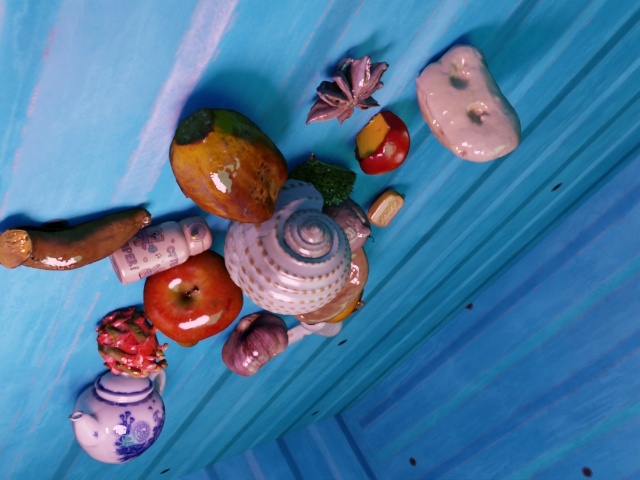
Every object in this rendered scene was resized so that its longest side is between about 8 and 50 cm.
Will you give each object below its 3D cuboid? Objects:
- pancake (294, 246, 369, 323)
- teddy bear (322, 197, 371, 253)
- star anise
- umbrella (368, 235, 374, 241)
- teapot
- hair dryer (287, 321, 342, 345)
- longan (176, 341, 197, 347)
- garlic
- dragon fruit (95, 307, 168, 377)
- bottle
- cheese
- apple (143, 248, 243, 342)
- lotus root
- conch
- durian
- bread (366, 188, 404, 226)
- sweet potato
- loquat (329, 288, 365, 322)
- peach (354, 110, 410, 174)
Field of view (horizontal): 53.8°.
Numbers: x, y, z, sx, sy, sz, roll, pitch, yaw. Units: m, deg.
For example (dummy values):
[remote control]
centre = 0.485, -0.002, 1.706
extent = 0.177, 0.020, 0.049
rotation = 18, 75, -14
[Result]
[pancake]
centre = 0.003, 0.093, 1.735
extent = 0.294, 0.294, 0.049
rotation = -27, -161, -12
[teddy bear]
centre = 0.001, 0.000, 1.605
extent = 0.267, 0.151, 0.236
rotation = -33, 125, 9
[star anise]
centre = 0.048, -0.288, 1.245
extent = 0.195, 0.065, 0.182
rotation = -35, 161, -4
[umbrella]
centre = 0.132, -0.020, 1.916
extent = 0.013, 0.022, 0.122
rotation = -15, 154, 30
[teapot]
centre = -0.563, 0.468, 1.784
extent = 0.424, 0.252, 0.280
rotation = -20, 123, -70
[hair dryer]
centre = -0.104, 0.340, 2.245
extent = 0.357, 0.107, 0.173
rotation = -31, 154, 13
[longan]
centre = -0.383, 0.272, 1.809
extent = 0.075, 0.075, 0.083
rotation = -11, -170, -39
[garlic]
centre = -0.215, 0.320, 1.989
extent = 0.245, 0.160, 0.245
rotation = -36, -170, 7
[dragon fruit]
centre = -0.460, 0.261, 1.552
extent = 0.160, 0.172, 0.166
rotation = -39, 156, 16
[bottle]
centre = -0.328, 0.011, 1.315
extent = 0.209, 0.097, 0.110
rotation = -22, 180, -24
[cheese]
centre = 0.337, -0.282, 1.426
extent = 0.174, 0.251, 0.248
rotation = -35, 172, 8
[apple]
centre = -0.293, 0.124, 1.455
extent = 0.230, 0.230, 0.230
rotation = -26, 156, -13
[lotus root]
centre = -0.173, -0.137, 1.155
extent = 0.193, 0.193, 0.291
rotation = -34, 159, 4
[conch]
centre = -0.099, 0.030, 1.359
extent = 0.319, 0.303, 0.215
rotation = -40, 164, 34
[durian]
centre = 0.005, -0.125, 1.467
extent = 0.137, 0.095, 0.221
rotation = -41, 151, 21
[bread]
centre = 0.179, -0.096, 1.774
extent = 0.082, 0.056, 0.115
rotation = 16, 118, -36
[sweet potato]
centre = -0.447, 0.000, 1.173
extent = 0.286, 0.085, 0.112
rotation = -14, 146, -35
[loquat]
centre = 0.034, 0.151, 1.894
extent = 0.208, 0.208, 0.208
rotation = -26, 156, -13
[peach]
centre = 0.152, -0.223, 1.446
extent = 0.118, 0.151, 0.151
rotation = 7, 179, 34
